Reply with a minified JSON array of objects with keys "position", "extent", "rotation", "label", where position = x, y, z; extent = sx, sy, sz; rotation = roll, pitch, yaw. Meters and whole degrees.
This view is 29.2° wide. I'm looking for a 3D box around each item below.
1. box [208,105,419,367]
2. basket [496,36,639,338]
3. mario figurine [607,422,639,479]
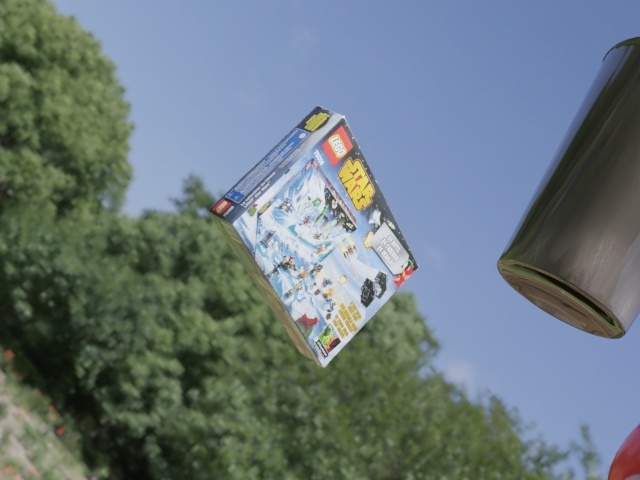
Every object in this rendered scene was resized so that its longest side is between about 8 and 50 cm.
[{"position":[0.000,0.000,0.738],"extent":[0.027,0.094,0.137],"rotation":[28,-24,44],"label":"box"},{"position":[0.268,-0.040,1.095],"extent":[0.154,0.227,0.204],"rotation":[33,-10,2],"label":"basket"},{"position":[0.322,0.106,0.731],"extent":[0.170,0.320,0.198],"rotation":[61,14,-16],"label":"mario figurine"}]
